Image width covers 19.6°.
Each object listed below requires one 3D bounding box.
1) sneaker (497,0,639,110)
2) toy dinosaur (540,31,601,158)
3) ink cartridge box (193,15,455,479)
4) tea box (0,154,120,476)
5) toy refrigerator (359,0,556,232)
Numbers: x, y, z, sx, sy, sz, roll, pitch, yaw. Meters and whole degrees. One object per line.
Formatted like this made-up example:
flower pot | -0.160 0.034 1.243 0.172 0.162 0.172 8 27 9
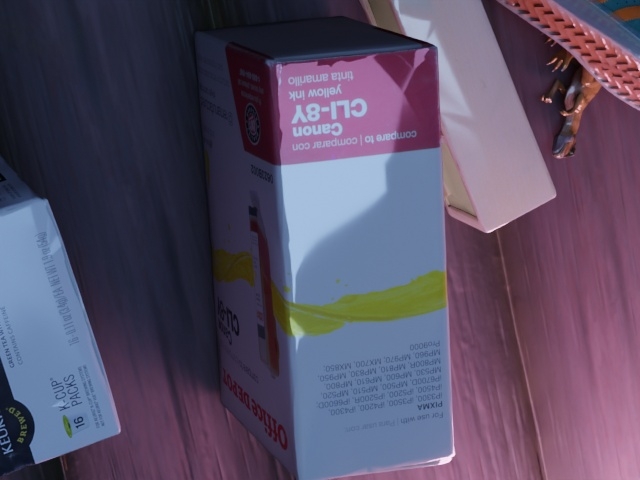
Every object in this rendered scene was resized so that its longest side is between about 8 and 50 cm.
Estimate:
sneaker | 0.287 -0.238 1.827 0.302 0.108 0.121 39 75 3
toy dinosaur | 0.286 -0.186 1.913 0.112 0.064 0.211 31 100 -35
ink cartridge box | 0.000 0.000 1.726 0.160 0.279 0.385 -8 104 -17
tea box | -0.382 0.079 1.585 0.323 0.329 0.220 -21 108 -15
toy refrigerator | 0.129 -0.149 1.836 0.094 0.102 0.270 -28 110 -12
